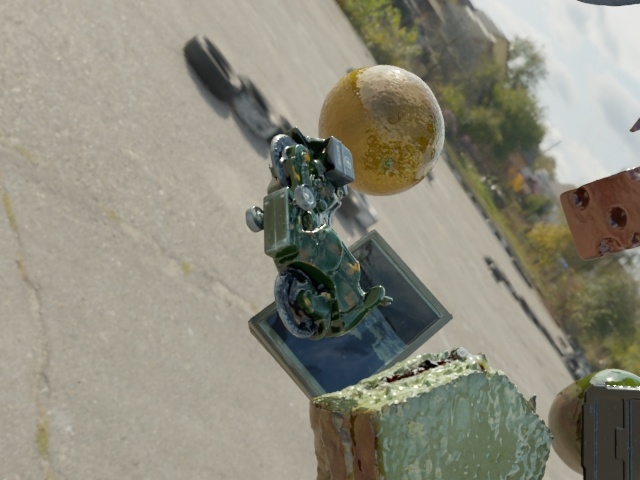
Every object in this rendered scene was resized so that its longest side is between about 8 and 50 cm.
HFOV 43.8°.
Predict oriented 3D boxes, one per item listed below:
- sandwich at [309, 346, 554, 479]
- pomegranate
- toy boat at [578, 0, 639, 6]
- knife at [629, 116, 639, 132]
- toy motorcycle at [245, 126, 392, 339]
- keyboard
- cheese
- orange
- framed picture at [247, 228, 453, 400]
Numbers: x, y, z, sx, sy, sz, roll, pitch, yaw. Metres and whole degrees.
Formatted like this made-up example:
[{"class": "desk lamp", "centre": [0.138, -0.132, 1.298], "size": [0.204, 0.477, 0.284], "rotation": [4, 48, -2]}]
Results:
[{"class": "sandwich", "centre": [0.147, 0.278, 1.004], "size": [0.131, 0.325, 0.262], "rotation": [7, -74, 55]}, {"class": "pomegranate", "centre": [0.460, 0.309, 1.221], "size": [0.224, 0.181, 0.181], "rotation": [55, 10, 26]}, {"class": "toy boat", "centre": [0.331, -0.373, 0.859], "size": [0.067, 0.220, 0.291], "rotation": [55, 38, -49]}, {"class": "knife", "centre": [0.607, -0.265, 1.311], "size": [0.035, 0.247, 0.018], "rotation": [41, 11, -15]}, {"class": "toy motorcycle", "centre": [0.000, 0.000, 0.957], "size": [0.187, 0.125, 0.274], "rotation": [31, 47, -48]}, {"class": "keyboard", "centre": [0.358, 0.300, 0.927], "size": [0.016, 0.106, 0.262], "rotation": [29, 63, -60]}, {"class": "cheese", "centre": [0.497, -0.062, 1.197], "size": [0.177, 0.203, 0.128], "rotation": [113, -38, -81]}, {"class": "orange", "centre": [0.102, -0.186, 1.348], "size": [0.236, 0.236, 0.236], "rotation": [53, 13, -17]}, {"class": "framed picture", "centre": [0.047, 0.118, 1.162], "size": [0.189, 0.260, 0.023], "rotation": [49, -27, 10]}]
